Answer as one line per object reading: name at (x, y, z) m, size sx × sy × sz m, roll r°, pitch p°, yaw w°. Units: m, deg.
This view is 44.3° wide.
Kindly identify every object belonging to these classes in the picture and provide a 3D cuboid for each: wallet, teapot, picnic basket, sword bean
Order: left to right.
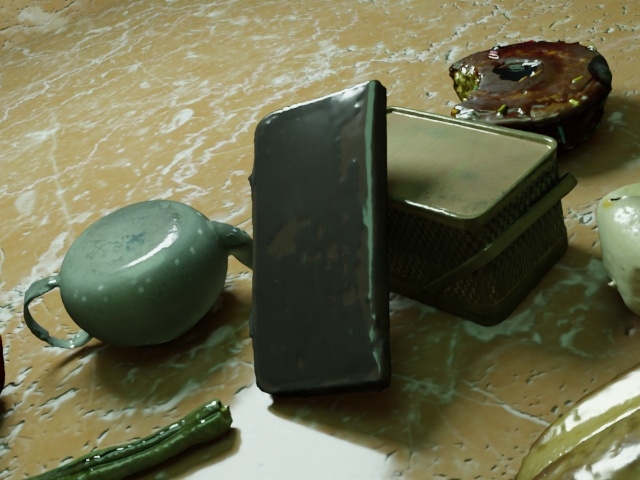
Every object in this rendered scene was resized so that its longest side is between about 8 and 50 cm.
sword bean at (-0.211, 0.216, 0.752) m, size 0.270 × 0.038 × 0.043 m, roll -21°, pitch 59°, yaw -4°
teapot at (-0.200, 0.043, 0.913) m, size 0.295 × 0.129 × 0.193 m, roll -23°, pitch 34°, yaw -3°
wallet at (0.000, 0.000, 0.789) m, size 0.165 × 0.042 × 0.309 m, roll -14°, pitch 69°, yaw 36°
picnic basket at (0.128, -0.037, 0.859) m, size 0.267 × 0.139 × 0.165 m, roll 20°, pitch 49°, yaw 42°

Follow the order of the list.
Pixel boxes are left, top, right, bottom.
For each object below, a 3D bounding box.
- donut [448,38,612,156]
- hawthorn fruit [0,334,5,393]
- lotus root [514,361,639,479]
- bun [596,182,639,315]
donut at (0.272, -0.183, 1.040) m, size 0.216 × 0.095 × 0.230 m, roll -12°, pitch 34°, yaw 4°
hawthorn fruit at (-0.416, 0.140, 0.850) m, size 0.194 × 0.156 × 0.157 m, roll 12°, pitch 44°, yaw 28°
lotus root at (0.204, 0.180, 0.404) m, size 0.250 × 0.316 × 0.316 m, roll -18°, pitch 33°, yaw 14°
bun at (0.366, 0.005, 0.703) m, size 0.230 × 0.145 × 0.229 m, roll -13°, pitch 0°, yaw 0°
